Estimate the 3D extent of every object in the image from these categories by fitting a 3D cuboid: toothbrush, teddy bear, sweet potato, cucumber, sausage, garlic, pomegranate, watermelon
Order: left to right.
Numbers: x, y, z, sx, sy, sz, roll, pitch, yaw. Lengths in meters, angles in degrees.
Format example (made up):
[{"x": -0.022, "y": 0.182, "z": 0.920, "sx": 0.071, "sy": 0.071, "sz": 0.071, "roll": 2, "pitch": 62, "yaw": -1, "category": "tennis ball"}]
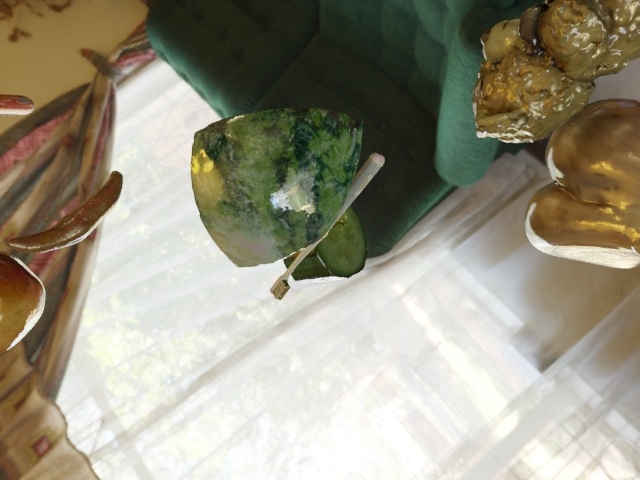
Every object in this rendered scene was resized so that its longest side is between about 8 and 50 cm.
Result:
[{"x": -0.746, "y": 0.128, "z": 1.201, "sx": 0.251, "sy": 0.229, "sz": 0.270, "roll": 19, "pitch": 180, "yaw": -8, "category": "pomegranate"}, {"x": -0.633, "y": -0.278, "z": 1.113, "sx": 0.145, "sy": 0.050, "sz": 0.048, "roll": -62, "pitch": -31, "yaw": -76, "category": "sausage"}, {"x": -0.465, "y": -0.039, "z": 1.035, "sx": 0.058, "sy": 0.255, "sz": 0.078, "roll": 18, "pitch": 137, "yaw": 35, "category": "sweet potato"}, {"x": -0.078, "y": -0.082, "z": 0.863, "sx": 0.255, "sy": 0.260, "sz": 0.176, "roll": 9, "pitch": 174, "yaw": -6, "category": "watermelon"}, {"x": 0.003, "y": 0.010, "z": 1.160, "sx": 0.130, "sy": 0.191, "sz": 0.191, "roll": -12, "pitch": 126, "yaw": 34, "category": "cucumber"}, {"x": 0.005, "y": -0.018, "z": 0.972, "sx": 0.025, "sy": 0.342, "sz": 0.030, "roll": 13, "pitch": -148, "yaw": -43, "category": "toothbrush"}, {"x": 0.279, "y": -0.225, "z": 0.634, "sx": 0.156, "sy": 0.267, "sz": 0.256, "roll": 49, "pitch": 127, "yaw": 2, "category": "teddy bear"}, {"x": 0.442, "y": -0.076, "z": 0.807, "sx": 0.245, "sy": 0.232, "sz": 0.340, "roll": 6, "pitch": 180, "yaw": 35, "category": "garlic"}]
